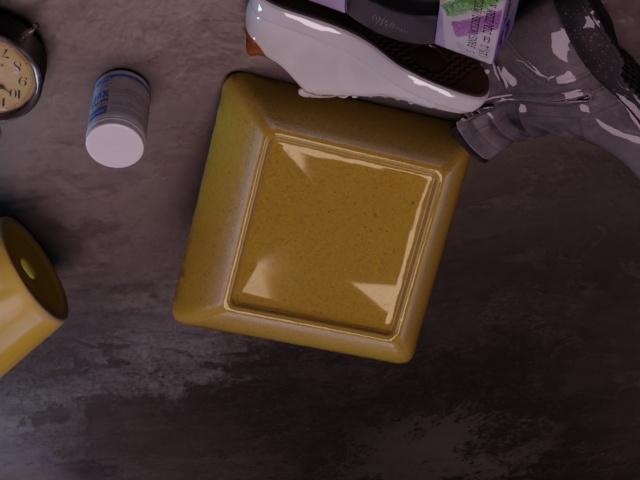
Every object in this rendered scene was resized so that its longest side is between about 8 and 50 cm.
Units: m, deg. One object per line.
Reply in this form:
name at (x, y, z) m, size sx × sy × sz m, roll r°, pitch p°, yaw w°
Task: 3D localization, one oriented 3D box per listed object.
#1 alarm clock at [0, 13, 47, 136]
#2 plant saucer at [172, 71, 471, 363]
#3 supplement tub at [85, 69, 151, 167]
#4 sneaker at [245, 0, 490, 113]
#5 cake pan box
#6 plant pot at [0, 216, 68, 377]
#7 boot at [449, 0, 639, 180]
alarm clock at (-0.392, -0.191, 1.282) m, size 0.129 × 0.064 × 0.192 m, roll 9°, pitch 131°, yaw -12°
plant saucer at (0.011, -0.011, 1.361) m, size 0.333 × 0.081 × 0.332 m, roll 12°, pitch 102°, yaw -13°
supplement tub at (-0.241, -0.147, 1.302) m, size 0.071 × 0.107 × 0.071 m, roll -1°, pitch 134°, yaw -1°
sneaker at (0.050, -0.205, 1.250) m, size 0.290 × 0.106 × 0.123 m, roll 25°, pitch 139°, yaw 3°
cake pan box at (0.089, -0.322, 1.089) m, size 0.246 × 0.070 × 0.267 m, roll 25°, pitch 145°, yaw 15°
plant pot at (-0.481, 0.093, 1.450) m, size 0.239 × 0.254 × 0.254 m, roll -30°, pitch 131°, yaw 3°
boot at (0.291, -0.149, 1.341) m, size 0.223 × 0.118 × 0.338 m, roll -26°, pitch 119°, yaw 25°
